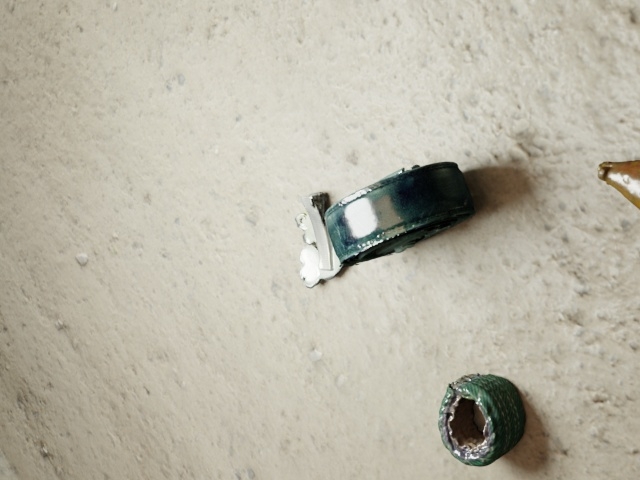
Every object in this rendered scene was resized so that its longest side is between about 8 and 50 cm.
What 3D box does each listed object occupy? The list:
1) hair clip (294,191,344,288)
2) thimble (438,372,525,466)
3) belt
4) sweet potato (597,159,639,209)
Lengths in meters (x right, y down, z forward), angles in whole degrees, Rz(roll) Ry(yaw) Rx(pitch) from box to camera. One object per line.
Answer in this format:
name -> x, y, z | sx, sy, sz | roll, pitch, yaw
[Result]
hair clip -> 0.001, 0.000, 1.690 | 0.116, 0.049, 0.172 | -2, 101, 46
thimble -> 0.255, 0.285, 1.505 | 0.118, 0.090, 0.135 | 9, 104, 37
belt -> 0.112, -0.040, 1.474 | 0.267, 0.206, 0.116 | -28, 78, 48
sweet potato -> 0.501, -0.018, 1.194 | 0.337, 0.131, 0.131 | 26, 117, 34
